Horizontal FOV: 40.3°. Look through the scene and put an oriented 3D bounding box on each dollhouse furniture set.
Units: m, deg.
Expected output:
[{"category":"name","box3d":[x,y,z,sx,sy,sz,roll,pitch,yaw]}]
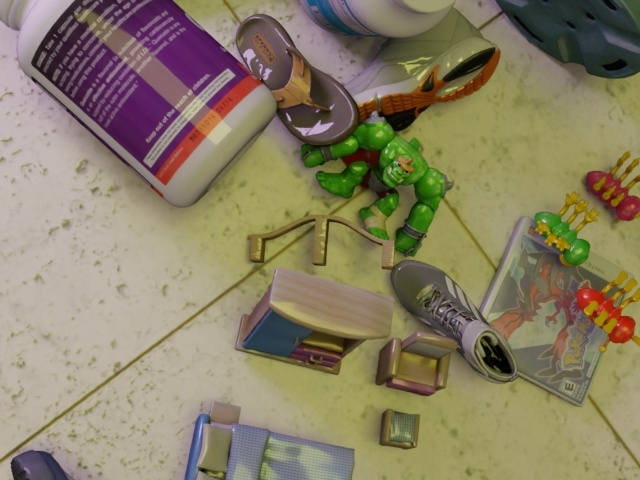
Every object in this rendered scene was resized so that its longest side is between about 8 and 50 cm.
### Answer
[{"category":"dollhouse furniture set","box3d":[0.011,0.227,0.977,0.286,0.198,0.303,15,67,-10]}]

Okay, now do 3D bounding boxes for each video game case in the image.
[{"category":"video game case","box3d":[0.313,0.095,1.184,0.183,0.023,0.201,28,78,-8]}]

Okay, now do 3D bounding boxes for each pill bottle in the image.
[{"category":"pill bottle","box3d":[0.074,-0.318,1.046,0.146,0.264,0.146,-5,105,-19]},{"category":"pill bottle","box3d":[-0.219,-0.202,1.021,0.323,0.181,0.181,43,76,-5]}]

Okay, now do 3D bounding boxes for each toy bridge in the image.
[{"category":"toy bridge","box3d":[0.000,0.000,1.092,0.188,0.026,0.063,3,81,9]}]

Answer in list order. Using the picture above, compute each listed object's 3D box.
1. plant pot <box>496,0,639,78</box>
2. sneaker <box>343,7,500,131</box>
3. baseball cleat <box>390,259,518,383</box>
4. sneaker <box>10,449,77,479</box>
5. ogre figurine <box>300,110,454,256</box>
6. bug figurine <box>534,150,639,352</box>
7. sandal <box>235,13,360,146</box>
[{"category":"plant pot","box3d":[0.412,-0.415,1.132,0.341,0.341,0.334,39,84,-5]},{"category":"sneaker","box3d":[0.097,-0.218,1.153,0.262,0.099,0.121,-25,62,-6]},{"category":"baseball cleat","box3d":[0.173,0.095,1.093,0.206,0.109,0.072,42,85,7]},{"category":"sneaker","box3d":[-0.221,0.349,1.002,0.131,0.112,0.319,-38,95,-32]},{"category":"ogre figurine","box3d":[0.078,-0.080,1.111,0.118,0.097,0.197,-45,80,21]},{"category":"bug figurine","box3d":[0.406,0.008,1.173,0.279,0.072,0.216,-36,78,-24]},{"category":"sandal","box3d":[-0.039,-0.204,1.086,0.090,0.060,0.219,-40,73,15]}]
